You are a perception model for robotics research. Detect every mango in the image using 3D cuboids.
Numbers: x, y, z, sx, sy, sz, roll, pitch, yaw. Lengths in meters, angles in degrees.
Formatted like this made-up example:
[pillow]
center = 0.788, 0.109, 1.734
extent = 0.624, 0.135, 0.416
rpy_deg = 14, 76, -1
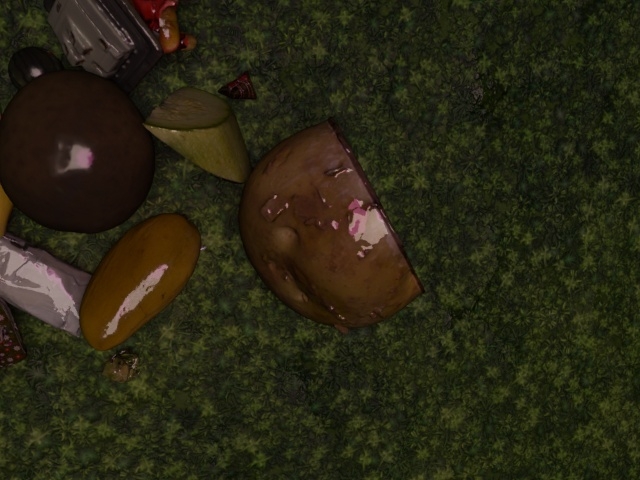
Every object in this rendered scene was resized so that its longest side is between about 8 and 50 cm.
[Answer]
[mango]
center = -0.392, 0.074, 1.290
extent = 0.331, 0.195, 0.142
rpy_deg = -46, 141, -16

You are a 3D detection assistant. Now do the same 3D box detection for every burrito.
[burrito]
center = -0.672, 0.046, 1.266
extent = 0.445, 0.101, 0.139
rpy_deg = 34, 93, -16

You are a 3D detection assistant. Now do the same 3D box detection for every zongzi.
[zongzi]
center = -0.186, -0.336, 1.351
extent = 0.083, 0.073, 0.067
rpy_deg = -19, 120, -10

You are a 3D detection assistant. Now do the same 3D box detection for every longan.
[longan]
center = -0.481, -0.170, 1.190
extent = 0.319, 0.319, 0.319
rpy_deg = -2, 98, -14

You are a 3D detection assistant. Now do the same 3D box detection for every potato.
[potato]
center = 0.000, 0.000, 1.293
extent = 0.319, 0.385, 0.442
rpy_deg = -31, 93, 7

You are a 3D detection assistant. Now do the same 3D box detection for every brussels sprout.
[brussels sprout]
center = -0.456, 0.290, 1.380
extent = 0.085, 0.058, 0.085
rpy_deg = 3, 84, -26

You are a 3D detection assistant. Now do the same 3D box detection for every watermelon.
[watermelon]
center = -0.589, -0.354, 1.231
extent = 0.105, 0.105, 0.133
rpy_deg = -37, 96, -7

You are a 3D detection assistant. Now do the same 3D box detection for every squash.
[squash]
center = -0.247, -0.210, 1.291
extent = 0.204, 0.237, 0.155
rpy_deg = 13, 126, 2

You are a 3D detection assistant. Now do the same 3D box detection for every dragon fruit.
[dragon fruit]
center = -0.366, -0.543, 1.205
extent = 0.228, 0.243, 0.307
rpy_deg = -10, 79, 26

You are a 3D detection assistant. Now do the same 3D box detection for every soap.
[soap]
center = -0.682, -0.069, 1.233
extent = 0.089, 0.168, 0.033
rpy_deg = 18, 137, -27

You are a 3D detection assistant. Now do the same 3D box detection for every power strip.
[power strip]
center = -0.450, -0.415, 1.182
extent = 0.092, 0.257, 0.251
rpy_deg = -40, 103, -34

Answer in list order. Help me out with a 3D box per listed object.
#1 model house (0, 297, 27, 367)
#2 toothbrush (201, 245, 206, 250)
[model house]
center = -0.777, 0.243, 1.205
extent = 0.294, 0.154, 0.207
rpy_deg = -9, 126, -12
[toothbrush]
center = -0.342, 0.046, 1.395
extent = 0.162, 0.014, 0.017
rpy_deg = -20, 115, -11
